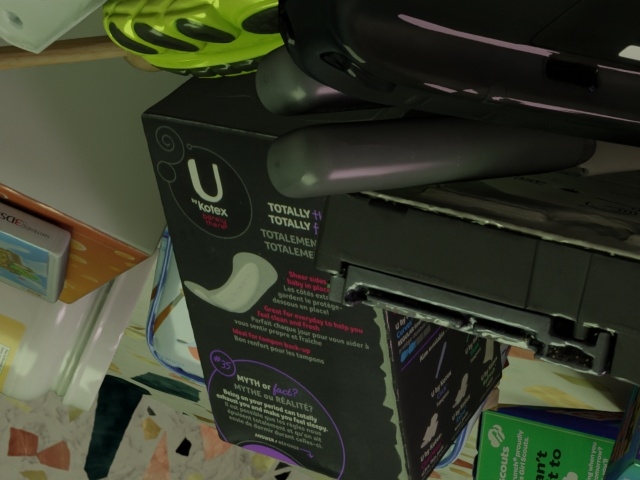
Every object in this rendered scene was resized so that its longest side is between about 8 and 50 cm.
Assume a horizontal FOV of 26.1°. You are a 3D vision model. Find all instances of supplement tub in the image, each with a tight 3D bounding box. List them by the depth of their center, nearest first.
[{"bbox_3d":[-0.371,0.034,1.540,0.331,0.241,0.241,24,164,-7],"label":"supplement tub"}]

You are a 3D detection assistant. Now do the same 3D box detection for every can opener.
[{"bbox_3d":[0.091,-0.061,0.662,0.280,0.074,0.093,-8,177,-35],"label":"can opener"}]

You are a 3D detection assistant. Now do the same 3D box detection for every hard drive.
[{"bbox_3d":[0.169,0.002,0.742,0.237,0.064,0.339,14,-166,23],"label":"hard drive"}]

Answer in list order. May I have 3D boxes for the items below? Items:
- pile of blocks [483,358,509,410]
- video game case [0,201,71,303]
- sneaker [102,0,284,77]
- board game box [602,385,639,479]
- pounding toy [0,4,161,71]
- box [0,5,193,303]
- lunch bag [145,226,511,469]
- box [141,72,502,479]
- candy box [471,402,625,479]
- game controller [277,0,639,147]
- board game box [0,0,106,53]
[{"bbox_3d":[0.075,0.069,1.354,0.113,0.148,0.362,-17,-166,-26],"label":"pile of blocks"},{"bbox_3d":[-0.282,-0.014,1.030,0.193,0.023,0.212,23,165,-6],"label":"video game case"},{"bbox_3d":[0.023,-0.157,0.608,0.296,0.123,0.109,-9,168,28],"label":"sneaker"},{"bbox_3d":[0.284,0.133,1.132,0.047,0.160,0.210,19,165,10],"label":"board game box"},{"bbox_3d":[-0.163,-0.166,0.744,0.269,0.154,0.154,32,166,-32],"label":"pounding toy"},{"bbox_3d":[-0.232,-0.081,1.099,0.215,0.168,0.345,26,164,-14],"label":"box"},{"bbox_3d":[0.005,0.049,1.126,0.303,0.115,0.243,22,126,9],"label":"lunch bag"},{"bbox_3d":[0.010,0.011,0.916,0.165,0.143,0.270,13,129,30],"label":"box"},{"bbox_3d":[0.352,0.244,1.356,0.317,0.122,0.268,5,178,44],"label":"candy box"},{"bbox_3d":[0.147,-0.092,0.551,0.319,0.067,0.166,6,147,-31],"label":"game controller"},{"bbox_3d":[-0.177,-0.256,0.477,0.390,0.050,0.390,40,154,-19],"label":"board game box"}]
